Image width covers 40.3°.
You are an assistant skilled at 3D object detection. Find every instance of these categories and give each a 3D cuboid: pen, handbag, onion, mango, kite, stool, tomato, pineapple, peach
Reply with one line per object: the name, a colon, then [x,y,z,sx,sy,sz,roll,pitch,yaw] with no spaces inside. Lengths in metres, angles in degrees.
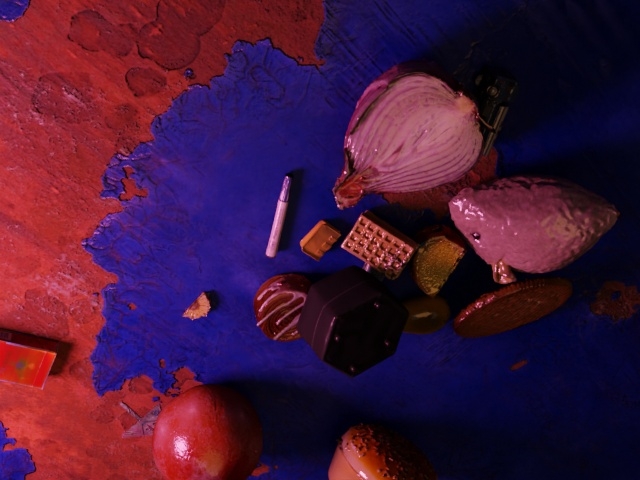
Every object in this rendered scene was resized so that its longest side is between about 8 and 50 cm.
pen: [-0.089,-0.054,1.900,0.025,0.025,0.204,5,119,-17]
handbag: [0.000,0.000,1.952,0.061,0.027,0.083,35,107,-28]
onion: [0.157,-0.213,1.782,0.349,0.159,0.267,-33,112,16]
mango: [0.233,0.182,2.096,0.161,0.076,0.103,-11,130,4]
kite: [-0.445,0.442,2.138,0.137,0.005,0.152,-42,120,13]
stool: [0.074,0.180,1.945,0.232,0.141,0.232,-16,125,-24]
tomato: [-0.264,0.478,2.060,0.265,0.265,0.264,-6,123,-10]
pineapple: [-0.274,0.154,1.990,0.045,0.019,0.083,33,110,-22]
peach: [0.263,0.040,2.000,0.127,0.092,0.172,2,120,-2]

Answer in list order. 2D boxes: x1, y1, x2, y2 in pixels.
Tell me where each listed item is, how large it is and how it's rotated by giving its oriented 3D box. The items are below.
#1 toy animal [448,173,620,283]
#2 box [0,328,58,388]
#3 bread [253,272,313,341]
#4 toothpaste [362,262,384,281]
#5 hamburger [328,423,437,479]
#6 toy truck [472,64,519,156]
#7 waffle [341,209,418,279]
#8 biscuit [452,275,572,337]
toy animal: [0.475,-0.035,1.932,0.359,0.188,0.226,2,126,24]
box: [-0.686,0.259,1.938,0.175,0.048,0.112,18,114,-22]
bread: [-0.076,0.155,2.004,0.161,0.073,0.160,-6,122,-9]
toothpaste: [0.094,0.136,2.053,0.069,0.047,0.268,20,112,-12]
hamburger: [0.161,0.586,2.211,0.300,0.300,0.176,26,102,-26]
toy truck: [0.350,-0.263,1.842,0.088,0.074,0.201,6,120,-22]
waffle: [0.132,0.012,1.943,0.148,0.042,0.102,35,111,5]
biscuit: [0.455,0.156,2.075,0.305,0.038,0.305,-15,156,-7]
